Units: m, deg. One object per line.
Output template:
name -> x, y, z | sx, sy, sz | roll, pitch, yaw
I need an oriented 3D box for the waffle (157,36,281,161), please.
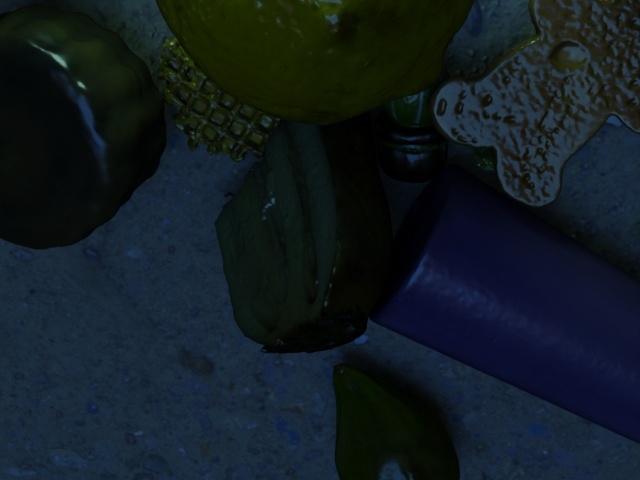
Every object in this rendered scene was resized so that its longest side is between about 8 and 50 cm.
waffle -> -0.104, -0.189, 1.681 | 0.193, 0.070, 0.197 | -27, 110, 26

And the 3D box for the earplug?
earplug -> 0.296, 0.105, 1.680 | 0.456, 0.215, 0.215 | 29, 121, -7

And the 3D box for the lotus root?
lotus root -> 0.008, 0.002, 1.630 | 0.149, 0.260, 0.267 | 6, 139, -30

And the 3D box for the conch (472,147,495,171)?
conch -> 0.220, -0.118, 1.641 | 0.089, 0.074, 0.121 | -21, 117, 12

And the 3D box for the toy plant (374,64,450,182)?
toy plant -> 0.109, -0.154, 1.638 | 0.093, 0.092, 0.162 | 5, 121, 11

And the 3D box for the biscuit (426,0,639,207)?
biscuit -> 0.301, -0.195, 1.564 | 0.216, 0.047, 0.340 | 43, 102, -10

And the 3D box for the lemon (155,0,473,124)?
lemon -> -0.011, -0.307, 1.440 | 0.387, 0.350, 0.350 | 47, 119, -1

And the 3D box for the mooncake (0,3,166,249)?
mooncake -> -0.332, -0.144, 1.690 | 0.291, 0.161, 0.290 | 12, 120, 21

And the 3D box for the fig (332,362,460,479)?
fig -> 0.100, 0.278, 1.865 | 0.167, 0.167, 0.233 | -10, 79, 18
